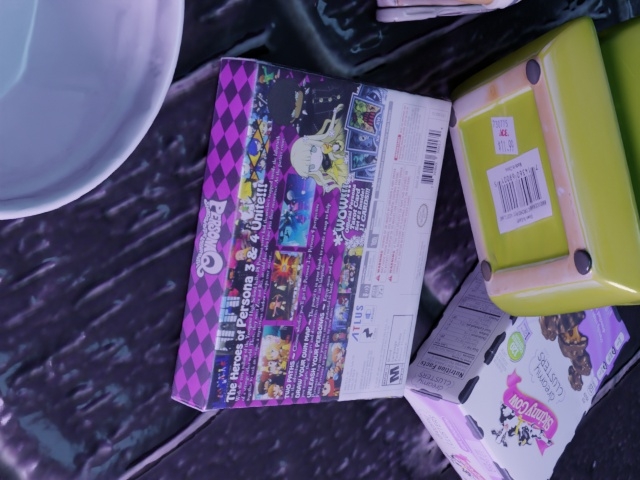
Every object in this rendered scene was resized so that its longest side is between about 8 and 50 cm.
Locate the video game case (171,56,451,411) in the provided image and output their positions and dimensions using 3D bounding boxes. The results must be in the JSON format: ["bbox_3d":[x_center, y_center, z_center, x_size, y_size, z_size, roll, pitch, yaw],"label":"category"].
[{"bbox_3d":[0.000,0.000,0.913,0.210,0.042,0.232,3,98,-48],"label":"video game case"}]

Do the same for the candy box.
[{"bbox_3d":[0.170,0.102,1.102,0.196,0.070,0.165,-54,133,-23],"label":"candy box"}]

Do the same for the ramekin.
[{"bbox_3d":[-0.180,-0.119,0.637,0.207,0.109,0.207,-15,110,-45],"label":"ramekin"}]

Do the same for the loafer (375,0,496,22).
[{"bbox_3d":[0.090,-0.186,0.964,0.125,0.045,0.039,-15,104,-42],"label":"loafer"}]

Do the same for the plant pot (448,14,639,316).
[{"bbox_3d":[0.229,-0.055,0.964,0.207,0.228,0.227,-11,87,-20],"label":"plant pot"}]

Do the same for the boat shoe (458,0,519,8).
[{"bbox_3d":[0.070,-0.382,0.771,0.156,0.187,0.500,-2,118,-5],"label":"boat shoe"}]
